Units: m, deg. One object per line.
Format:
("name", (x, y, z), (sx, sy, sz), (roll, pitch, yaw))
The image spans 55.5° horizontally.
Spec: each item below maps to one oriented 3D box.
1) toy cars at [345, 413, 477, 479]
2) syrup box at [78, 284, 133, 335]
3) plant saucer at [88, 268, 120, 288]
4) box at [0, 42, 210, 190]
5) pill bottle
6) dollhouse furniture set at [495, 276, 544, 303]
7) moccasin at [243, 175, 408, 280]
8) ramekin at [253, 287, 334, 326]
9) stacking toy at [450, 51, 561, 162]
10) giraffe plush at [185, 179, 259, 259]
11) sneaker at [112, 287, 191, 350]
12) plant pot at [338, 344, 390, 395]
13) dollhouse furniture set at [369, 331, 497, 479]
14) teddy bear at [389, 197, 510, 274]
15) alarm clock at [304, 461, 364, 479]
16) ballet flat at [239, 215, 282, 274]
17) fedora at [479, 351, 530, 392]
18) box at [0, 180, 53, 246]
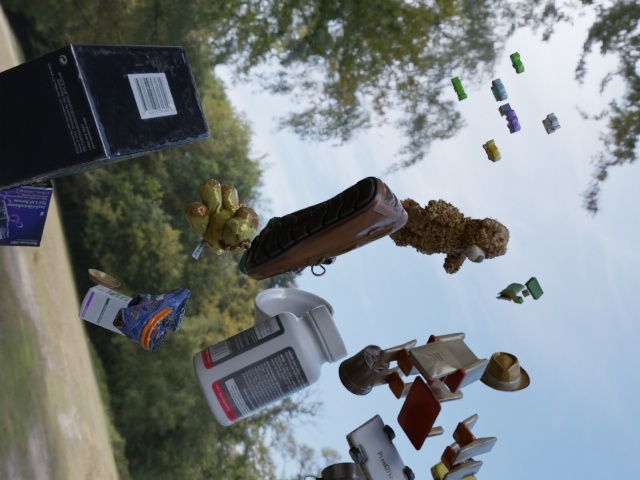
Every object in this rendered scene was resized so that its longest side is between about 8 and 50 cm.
("toy cars", (0.205, 0.502, 1.280), (0.087, 0.394, 0.176), (-28, -141, 65))
("syrup box", (-0.573, 0.219, 1.786), (0.093, 0.237, 0.096), (-165, -80, -83))
("plant saucer", (-0.534, 0.097, 1.494), (0.015, 0.083, 0.083), (-60, -152, 2))
("box", (-0.408, -0.213, 1.049), (0.296, 0.294, 0.182), (-37, 113, -64))
("pill bottle", (-0.108, 0.269, 1.365), (0.176, 0.319, 0.176), (155, -90, -84))
("dollhouse furniture set", (0.569, 0.137, 1.765), (0.058, 0.076, 0.152), (57, -19, -15))
("moccasin", (0.000, -0.002, 1.260), (0.147, 0.380, 0.139), (45, 29, -34))
("ramekin", (-0.101, 0.279, 2.088), (0.277, 0.277, 0.135), (43, -55, 57))
("stacking toy", (0.420, -0.307, 1.382), (0.052, 0.167, 0.221), (70, -4, -83))
("giraffe plush", (-0.231, -0.038, 1.544), (0.171, 0.181, 0.210), (11, -95, 42))
("sneaker", (-0.289, 0.120, 1.065), (0.221, 0.087, 0.083), (-58, 171, -84))
("plant pot", (0.184, 0.508, 2.424), (0.165, 0.167, 0.166), (-51, -128, 40))
("dollhouse furniture set", (0.203, 0.298, 1.161), (0.262, 0.135, 0.259), (52, -39, 40))
("teddy bear", (0.327, -0.012, 1.632), (0.338, 0.113, 0.245), (26, -44, 15))
("alarm clock", (0.048, 0.678, 1.716), (0.129, 0.192, 0.064), (105, -12, -45))
("ballet flat", (-0.165, 0.022, 1.900), (0.248, 0.086, 0.086), (-49, -129, 33))
("fedora", (0.622, 0.434, 2.063), (0.194, 0.195, 0.079), (-138, -137, -58))
("box", (-0.829, -0.093, 1.647), (0.108, 0.153, 0.207), (54, -51, 40))
